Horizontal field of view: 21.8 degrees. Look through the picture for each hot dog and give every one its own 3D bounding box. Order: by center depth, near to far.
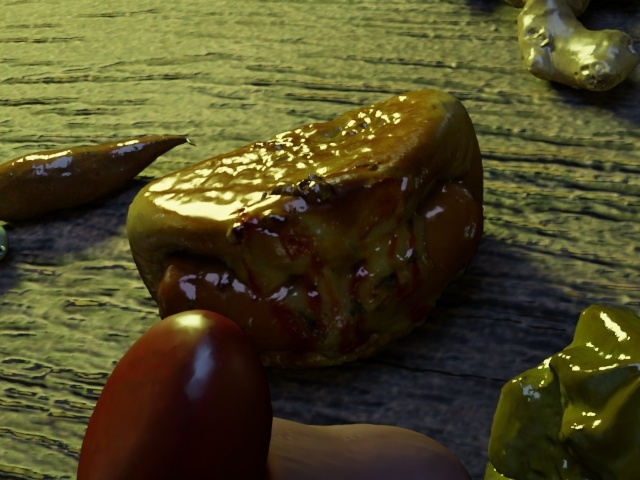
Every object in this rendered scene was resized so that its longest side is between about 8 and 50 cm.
[{"bbox_3d":[0.000,0.000,1.143,0.256,0.150,0.153,-19,31,-1],"label":"hot dog"}]

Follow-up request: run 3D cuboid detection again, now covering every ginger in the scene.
[{"bbox_3d":[0.200,-0.205,1.359,0.149,0.065,0.259,-24,39,-11],"label":"ginger"}]

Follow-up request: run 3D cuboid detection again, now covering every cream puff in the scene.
[{"bbox_3d":[0.194,0.114,0.921,0.221,0.195,0.194,-36,44,-15],"label":"cream puff"}]

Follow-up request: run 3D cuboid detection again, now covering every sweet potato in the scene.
[{"bbox_3d":[-0.195,-0.054,1.346,0.194,0.056,0.056,-14,40,-2],"label":"sweet potato"}]

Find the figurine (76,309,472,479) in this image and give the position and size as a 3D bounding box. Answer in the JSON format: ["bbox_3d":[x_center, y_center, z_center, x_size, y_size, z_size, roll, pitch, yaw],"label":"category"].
[{"bbox_3d":[-0.059,0.193,0.867,0.211,0.261,0.270,-10,72,34],"label":"figurine"}]

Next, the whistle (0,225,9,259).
[{"bbox_3d":[-0.282,-0.006,1.335,0.100,0.035,0.035,25,56,40],"label":"whistle"}]
